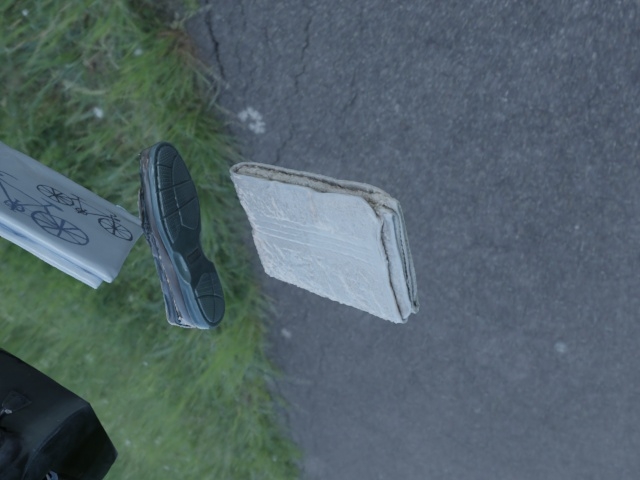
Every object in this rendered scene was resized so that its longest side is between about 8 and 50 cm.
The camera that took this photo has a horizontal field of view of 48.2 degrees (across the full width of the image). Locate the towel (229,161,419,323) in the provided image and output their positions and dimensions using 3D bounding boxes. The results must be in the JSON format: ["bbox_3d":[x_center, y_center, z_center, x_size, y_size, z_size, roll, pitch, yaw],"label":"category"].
[{"bbox_3d":[0.000,0.000,0.942,0.282,0.049,0.187,15,132,41],"label":"towel"}]

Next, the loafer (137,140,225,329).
[{"bbox_3d":[-0.211,0.001,0.985,0.084,0.096,0.267,-8,103,26],"label":"loafer"}]

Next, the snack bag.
[{"bbox_3d":[-0.442,-0.058,1.123,0.323,0.342,0.037,30,100,-12],"label":"snack bag"}]

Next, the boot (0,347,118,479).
[{"bbox_3d":[-0.492,0.250,0.779,0.445,0.367,0.146,23,155,28],"label":"boot"}]
